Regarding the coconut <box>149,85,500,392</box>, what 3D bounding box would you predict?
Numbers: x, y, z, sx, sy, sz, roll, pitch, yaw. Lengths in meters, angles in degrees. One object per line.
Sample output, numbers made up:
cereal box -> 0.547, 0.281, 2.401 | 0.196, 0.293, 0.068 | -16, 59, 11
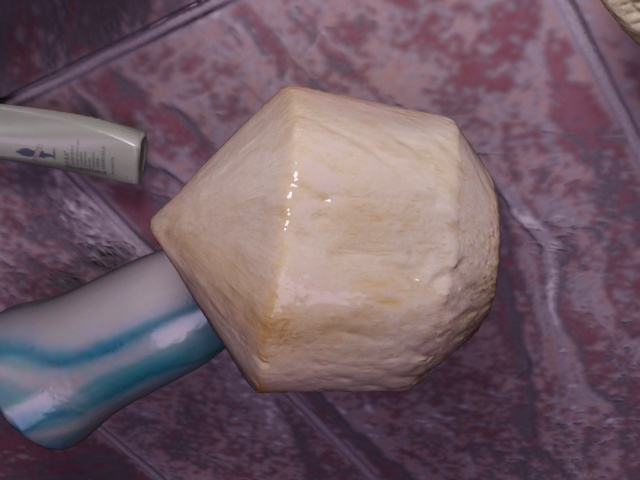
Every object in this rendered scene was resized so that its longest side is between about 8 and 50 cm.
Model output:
coconut -> 0.000, 0.000, 1.019 | 0.329, 0.329, 0.329 | 4, 136, 3

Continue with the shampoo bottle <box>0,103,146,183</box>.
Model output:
shampoo bottle -> -0.286, -0.102, 1.107 | 0.212, 0.049, 0.072 | 7, 141, 0

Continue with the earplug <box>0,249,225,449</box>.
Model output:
earplug -> -0.206, 0.099, 1.228 | 0.324, 0.185, 0.185 | -27, 127, 24

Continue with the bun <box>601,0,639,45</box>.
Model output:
bun -> 0.318, -0.241, 0.825 | 0.220, 0.134, 0.220 | 0, 141, 0
